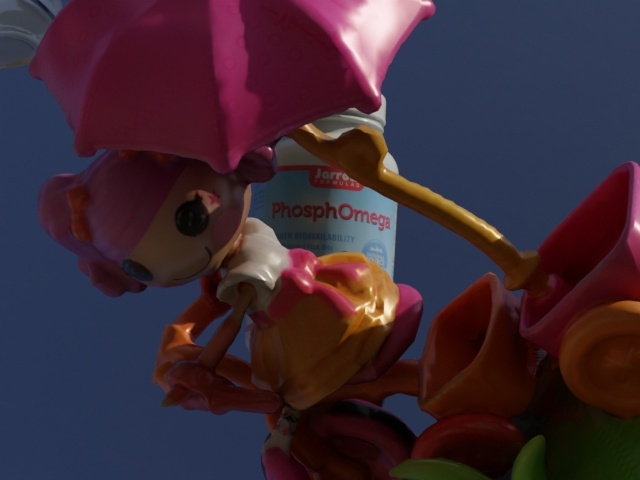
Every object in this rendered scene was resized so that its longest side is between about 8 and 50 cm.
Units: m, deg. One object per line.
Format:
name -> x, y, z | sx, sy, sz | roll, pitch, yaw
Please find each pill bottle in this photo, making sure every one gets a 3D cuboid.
pill bottle -> 0.002, -0.009, 1.131 | 0.087, 0.087, 0.160 | 0, -100, 18

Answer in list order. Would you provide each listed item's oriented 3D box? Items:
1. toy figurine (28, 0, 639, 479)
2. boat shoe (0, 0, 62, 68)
toy figurine -> 0.000, 0.000, 0.431 | 0.159, 0.130, 0.173 | 40, -56, -17
boat shoe -> -0.220, -0.103, 0.940 | 0.096, 0.267, 0.088 | -19, -102, 25
